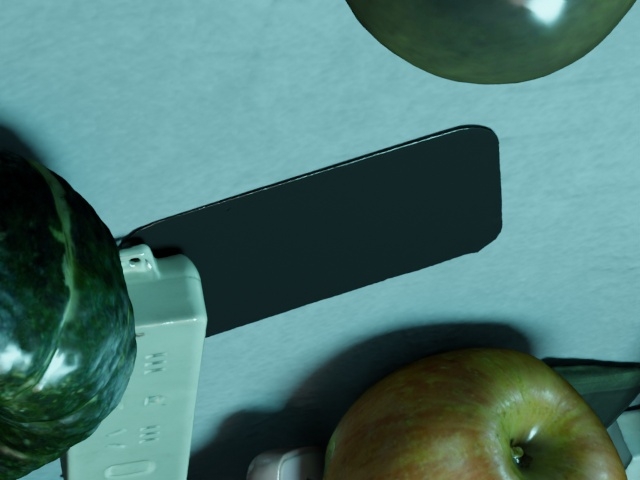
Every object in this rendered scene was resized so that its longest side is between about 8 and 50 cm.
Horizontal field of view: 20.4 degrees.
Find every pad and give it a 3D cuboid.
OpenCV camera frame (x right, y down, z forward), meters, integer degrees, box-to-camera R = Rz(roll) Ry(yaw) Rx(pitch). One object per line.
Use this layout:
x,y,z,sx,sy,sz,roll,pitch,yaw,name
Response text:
0.000,0.000,1.247,0.267,0.004,0.181,-17,151,-2,pad

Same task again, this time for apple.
0.113,0.213,1.442,0.242,0.242,0.241,3,147,-33,apple

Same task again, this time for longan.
0.082,-0.162,0.871,0.167,0.167,0.187,-26,129,13,longan

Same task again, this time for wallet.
0.190,0.189,1.638,0.169,0.052,0.245,3,142,-40,wallet

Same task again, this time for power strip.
-0.141,0.112,1.297,0.098,0.058,0.338,-9,151,-12,power strip

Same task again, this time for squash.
-0.235,0.051,1.033,0.252,0.165,0.252,-16,153,-8,squash

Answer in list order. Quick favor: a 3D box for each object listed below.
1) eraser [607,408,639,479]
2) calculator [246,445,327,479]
0.375,0.201,1.741,0.210,0.068,0.124,-8,149,-15,eraser
-0.017,0.291,1.539,0.048,0.220,0.330,7,166,21,calculator
